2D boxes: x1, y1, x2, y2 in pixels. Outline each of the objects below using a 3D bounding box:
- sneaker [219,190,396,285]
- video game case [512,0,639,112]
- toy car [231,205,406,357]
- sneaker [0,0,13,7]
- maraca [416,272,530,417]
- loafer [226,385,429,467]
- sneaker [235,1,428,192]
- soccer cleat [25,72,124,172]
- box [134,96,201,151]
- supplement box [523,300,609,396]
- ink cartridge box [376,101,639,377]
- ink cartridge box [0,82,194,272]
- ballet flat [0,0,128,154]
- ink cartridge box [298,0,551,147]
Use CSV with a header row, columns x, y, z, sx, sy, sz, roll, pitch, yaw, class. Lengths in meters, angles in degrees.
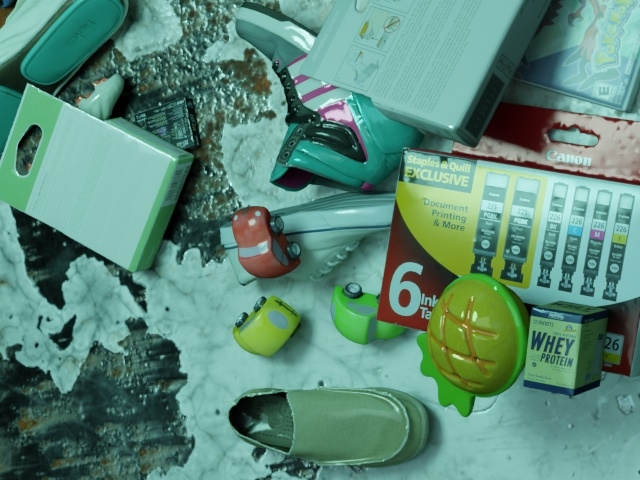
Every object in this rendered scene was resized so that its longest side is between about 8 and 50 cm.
x,y,z,sx,sy,sz,roll,pitch,yaw,class
0.000,0.000,1.881,0.258,0.094,0.091,-10,103,32,sneaker
0.296,-0.265,1.751,0.183,0.023,0.201,20,99,28,video game case
-0.005,0.078,1.848,0.225,0.053,0.239,13,134,11,toy car
-0.508,-0.382,2.162,0.188,0.078,0.067,29,102,27,sneaker
0.159,0.111,1.636,0.127,0.099,0.185,62,144,23,maraca
0.000,0.226,1.862,0.268,0.092,0.102,-3,88,29,loafer
-0.022,-0.152,1.867,0.295,0.124,0.178,35,92,24,sneaker
-0.314,-0.137,2.065,0.076,0.068,0.196,39,104,-2,soccer cleat
-0.200,-0.144,2.022,0.083,0.018,0.067,-17,81,27,box
0.253,0.109,1.584,0.056,0.083,0.083,9,97,28,supplement box
0.241,-0.014,1.713,0.309,0.130,0.272,11,95,29,ink cartridge box
-0.301,-0.085,2.023,0.235,0.056,0.171,28,108,15,ink cartridge box
-0.419,-0.237,2.098,0.400,0.139,0.139,-42,71,17,ballet flat
0.134,-0.266,1.764,0.239,0.060,0.275,24,84,39,ink cartridge box
